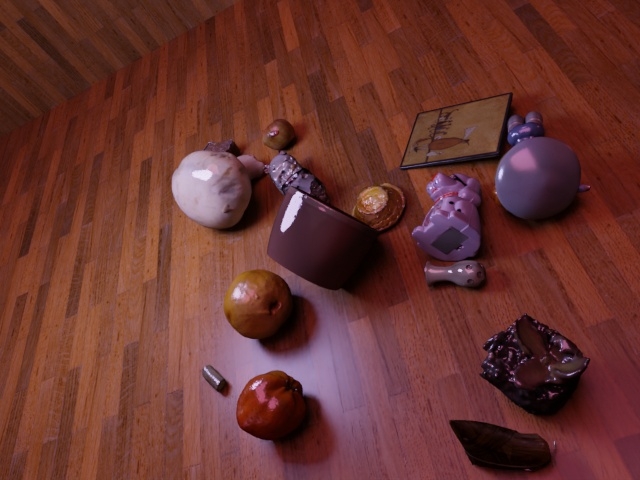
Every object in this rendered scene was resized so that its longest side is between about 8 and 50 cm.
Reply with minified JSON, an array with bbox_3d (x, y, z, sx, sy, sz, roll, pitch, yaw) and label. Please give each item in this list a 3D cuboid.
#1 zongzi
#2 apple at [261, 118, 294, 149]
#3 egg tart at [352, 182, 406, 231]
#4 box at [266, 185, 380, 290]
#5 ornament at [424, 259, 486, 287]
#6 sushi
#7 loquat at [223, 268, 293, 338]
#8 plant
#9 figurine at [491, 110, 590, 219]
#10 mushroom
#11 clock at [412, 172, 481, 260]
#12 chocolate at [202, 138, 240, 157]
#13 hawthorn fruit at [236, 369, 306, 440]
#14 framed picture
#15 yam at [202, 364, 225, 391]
[{"bbox_3d":[0.376,0.412,1.142,0.187,0.184,0.084,-7,49,27],"label":"zongzi"},{"bbox_3d":[-0.162,-0.407,2.142,0.126,0.102,0.126,-44,6,6],"label":"apple"},{"bbox_3d":[0.175,-0.110,1.742,0.191,0.074,0.191,-15,53,20],"label":"egg tart"},{"bbox_3d":[0.000,0.000,1.614,0.301,0.301,0.216,30,97,42],"label":"box"},{"bbox_3d":[0.362,0.088,1.480,0.156,0.081,0.074,-4,88,32],"label":"ornament"},{"bbox_3d":[-0.077,-0.195,1.915,0.124,0.130,0.332,-42,47,-4],"label":"sushi"},{"bbox_3d":[-0.186,0.188,1.646,0.208,0.208,0.208,-16,50,20],"label":"loquat"},{"bbox_3d":[0.453,0.267,1.183,0.178,0.234,0.204,-49,52,-3],"label":"plant"},{"bbox_3d":[0.555,-0.232,1.525,0.225,0.205,0.381,-17,41,11],"label":"figurine"},{"bbox_3d":[-0.353,-0.206,2.028,0.315,0.314,0.336,8,29,35],"label":"mushroom"},{"bbox_3d":[0.377,-0.093,1.553,0.189,0.188,0.253,-2,50,30],"label":"clock"},{"bbox_3d":[-0.418,-0.302,2.227,0.149,0.093,0.214,1,56,33],"label":"chocolate"},{"bbox_3d":[-0.132,0.428,1.446,0.189,0.189,0.189,-16,50,20],"label":"hawthorn fruit"},{"bbox_3d":[0.429,-0.347,1.775,0.339,0.014,0.255,-3,55,39],"label":"framed picture"},{"bbox_3d":[-0.317,0.411,1.657,0.094,0.043,0.043,28,74,40],"label":"yam"}]
